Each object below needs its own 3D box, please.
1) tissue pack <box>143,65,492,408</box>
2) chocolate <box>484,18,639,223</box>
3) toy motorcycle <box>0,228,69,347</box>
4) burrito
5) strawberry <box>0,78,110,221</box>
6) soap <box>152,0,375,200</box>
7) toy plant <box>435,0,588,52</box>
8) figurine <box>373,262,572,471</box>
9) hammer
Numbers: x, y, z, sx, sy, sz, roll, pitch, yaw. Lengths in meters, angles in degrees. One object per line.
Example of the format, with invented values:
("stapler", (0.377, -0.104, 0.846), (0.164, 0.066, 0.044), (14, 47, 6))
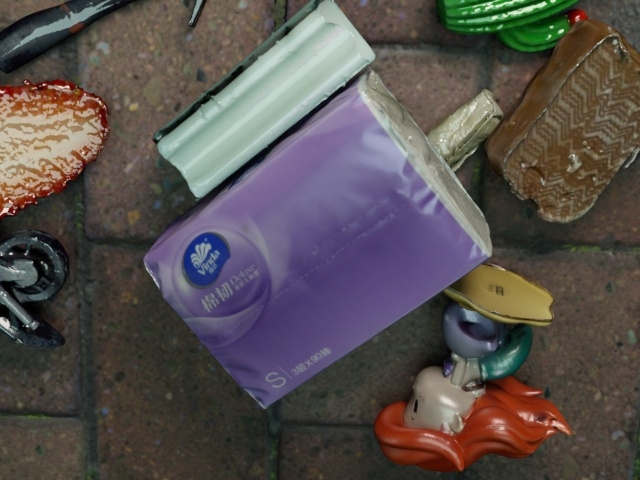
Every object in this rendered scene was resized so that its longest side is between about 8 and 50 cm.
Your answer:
("tissue pack", (0.000, 0.000, 0.968), (0.338, 0.160, 0.242), (-37, 102, 19))
("chocolate", (0.294, -0.136, 0.984), (0.148, 0.093, 0.214), (33, 103, -24))
("toy motorcycle", (-0.463, 0.046, 1.036), (0.307, 0.108, 0.173), (11, 112, -4))
("burrito", (0.145, -0.106, 1.025), (0.188, 0.045, 0.058), (-41, 75, 11))
("strawberry", (-0.357, -0.108, 1.009), (0.208, 0.087, 0.167), (-6, 103, -15))
("soap", (-0.062, -0.162, 0.957), (0.261, 0.150, 0.094), (-39, 97, 9))
("toy plant", (0.248, -0.291, 0.962), (0.240, 0.088, 0.155), (3, 120, -15))
("figurine", (0.193, 0.176, 1.032), (0.208, 0.181, 0.257), (2, 113, -30))
("hammer", (-0.261, -0.272, 0.988), (0.289, 0.037, 0.137), (-27, 101, 6))
